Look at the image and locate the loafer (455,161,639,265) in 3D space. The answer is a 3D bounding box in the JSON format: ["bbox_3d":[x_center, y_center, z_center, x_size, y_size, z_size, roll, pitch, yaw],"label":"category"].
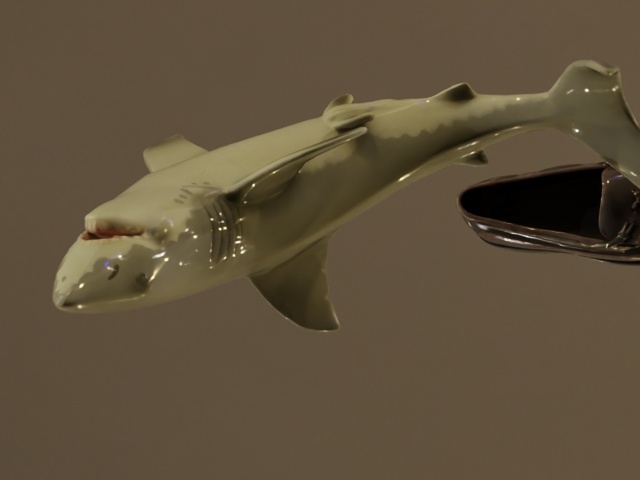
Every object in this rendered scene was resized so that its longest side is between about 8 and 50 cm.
[{"bbox_3d":[0.284,-0.031,1.120,0.303,0.095,0.109,-2,-100,34],"label":"loafer"}]

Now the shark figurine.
[{"bbox_3d":[0.019,-0.011,0.515,0.278,0.166,0.116,-17,-72,-7],"label":"shark figurine"}]
